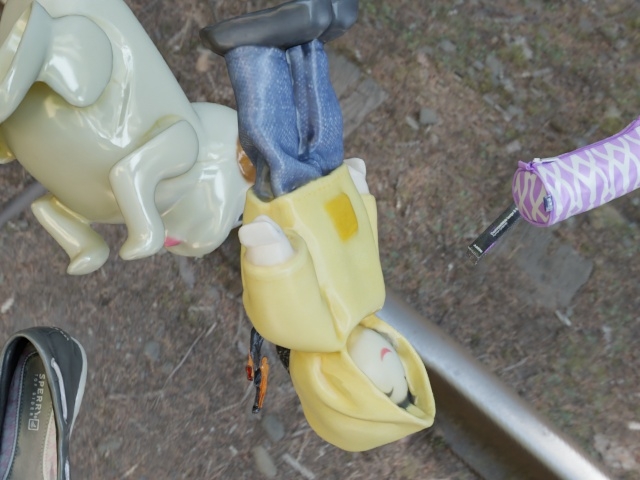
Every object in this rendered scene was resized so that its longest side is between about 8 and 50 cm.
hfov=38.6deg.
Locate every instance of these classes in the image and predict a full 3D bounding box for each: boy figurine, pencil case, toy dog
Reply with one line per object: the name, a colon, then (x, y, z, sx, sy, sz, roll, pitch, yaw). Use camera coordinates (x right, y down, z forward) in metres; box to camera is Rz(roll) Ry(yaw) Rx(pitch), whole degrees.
boy figurine: (0.000, 0.000, 0.562, 0.092, 0.177, 0.285, -11, 96, 22)
pencil case: (0.333, -0.086, 1.132, 0.206, 0.086, 0.088, -21, 104, -21)
toy dog: (-0.255, -0.134, 1.189, 0.408, 0.284, 0.395, 34, 45, -31)

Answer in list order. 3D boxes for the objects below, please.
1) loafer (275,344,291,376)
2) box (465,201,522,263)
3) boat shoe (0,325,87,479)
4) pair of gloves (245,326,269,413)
loafer: (-0.032, 0.120, 1.318, 0.078, 0.076, 0.223, -30, 98, -35)
box: (0.301, -0.030, 1.480, 0.029, 0.116, 0.162, 44, 89, 10)
boat shoe: (-0.314, 0.255, 0.963, 0.112, 0.095, 0.335, -1, 77, 9)
pair of gloves: (-0.066, 0.133, 0.947, 0.010, 0.083, 0.074, -1, 37, 7)
